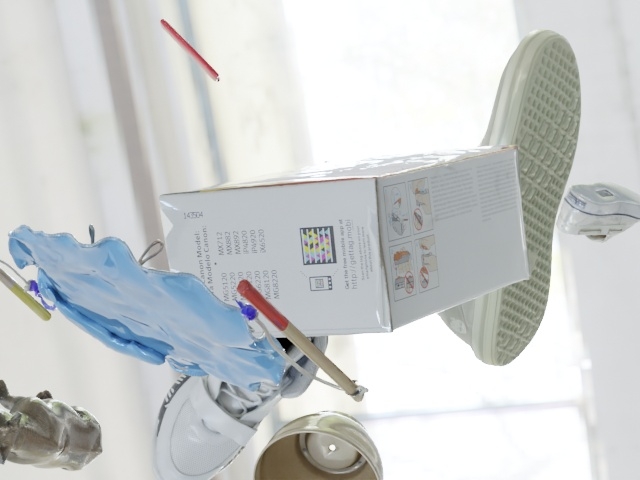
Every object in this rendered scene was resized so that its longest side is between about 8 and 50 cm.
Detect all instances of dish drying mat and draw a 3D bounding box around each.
[{"bbox_3d":[-0.134,-0.196,1.957,0.083,0.008,0.032,46,174,3],"label":"dish drying mat"}]

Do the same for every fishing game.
[{"bbox_3d":[-0.099,0.035,1.131,0.189,0.264,0.041,46,-118,-45],"label":"fishing game"}]

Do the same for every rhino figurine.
[{"bbox_3d":[-0.303,0.192,1.939,0.073,0.106,0.243,-64,-21,1],"label":"rhino figurine"}]

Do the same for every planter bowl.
[{"bbox_3d":[0.007,0.277,2.348,0.109,0.162,0.162,-65,-37,-60],"label":"planter bowl"}]

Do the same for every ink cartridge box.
[{"bbox_3d":[0.000,0.000,1.662,0.309,0.271,0.130,-15,-80,-62],"label":"ink cartridge box"}]

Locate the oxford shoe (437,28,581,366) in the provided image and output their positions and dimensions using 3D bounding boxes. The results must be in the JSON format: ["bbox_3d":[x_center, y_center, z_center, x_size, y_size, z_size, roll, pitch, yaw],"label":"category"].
[{"bbox_3d":[0.204,-0.050,2.216,0.169,0.130,0.449,-31,-40,-38],"label":"oxford shoe"}]

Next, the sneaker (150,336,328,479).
[{"bbox_3d":[-0.114,0.203,2.650,0.366,0.137,0.210,-54,6,-3],"label":"sneaker"}]

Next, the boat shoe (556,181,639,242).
[{"bbox_3d":[0.190,-0.016,1.275,0.100,0.035,0.035,-4,-53,-55],"label":"boat shoe"}]
